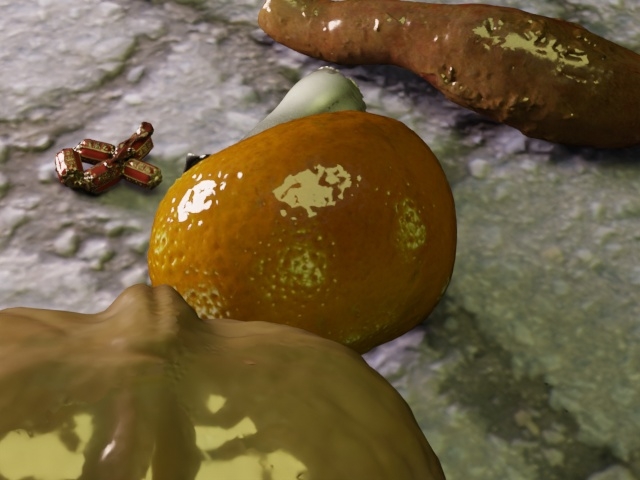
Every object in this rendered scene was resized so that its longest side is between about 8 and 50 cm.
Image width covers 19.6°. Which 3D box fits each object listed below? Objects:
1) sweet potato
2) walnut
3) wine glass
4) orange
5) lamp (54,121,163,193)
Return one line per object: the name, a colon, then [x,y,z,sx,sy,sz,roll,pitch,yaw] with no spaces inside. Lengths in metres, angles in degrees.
sweet potato: [0.130,-0.152,1.559,0.385,0.109,0.109,15,47,7]
walnut: [-0.100,0.207,1.004,0.381,0.381,0.381,4,47,-5]
wine glass: [-0.035,-0.075,1.479,0.072,0.072,0.155,34,50,22]
orange: [0.000,0.000,1.351,0.237,0.158,0.179,-19,86,-24]
lamp: [-0.171,-0.064,1.477,0.083,0.031,0.063,-7,48,-9]
